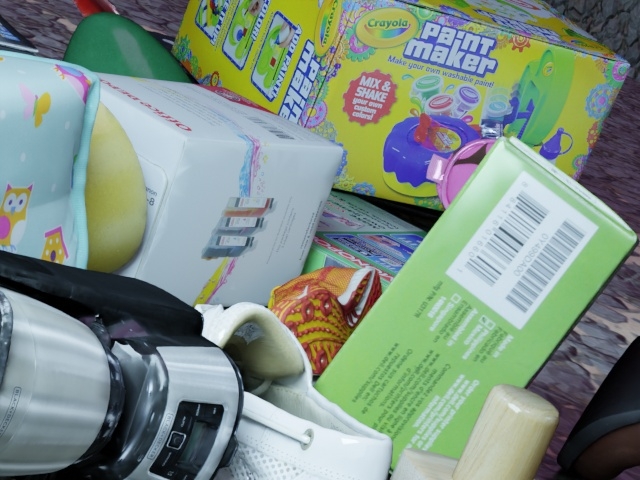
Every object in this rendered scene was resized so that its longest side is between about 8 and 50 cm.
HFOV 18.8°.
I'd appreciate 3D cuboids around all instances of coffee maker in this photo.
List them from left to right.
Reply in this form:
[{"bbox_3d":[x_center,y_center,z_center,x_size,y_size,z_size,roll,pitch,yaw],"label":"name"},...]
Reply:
[{"bbox_3d":[-0.145,0.049,0.913,0.178,0.120,0.171,19,31,-54],"label":"coffee maker"}]

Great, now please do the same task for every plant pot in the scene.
[{"bbox_3d":[-0.190,-0.025,1.216,0.134,0.134,0.095,28,35,28],"label":"plant pot"}]

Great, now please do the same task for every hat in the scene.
[{"bbox_3d":[-0.166,-0.186,1.653,0.208,0.184,0.173,6,5,3],"label":"hat"}]

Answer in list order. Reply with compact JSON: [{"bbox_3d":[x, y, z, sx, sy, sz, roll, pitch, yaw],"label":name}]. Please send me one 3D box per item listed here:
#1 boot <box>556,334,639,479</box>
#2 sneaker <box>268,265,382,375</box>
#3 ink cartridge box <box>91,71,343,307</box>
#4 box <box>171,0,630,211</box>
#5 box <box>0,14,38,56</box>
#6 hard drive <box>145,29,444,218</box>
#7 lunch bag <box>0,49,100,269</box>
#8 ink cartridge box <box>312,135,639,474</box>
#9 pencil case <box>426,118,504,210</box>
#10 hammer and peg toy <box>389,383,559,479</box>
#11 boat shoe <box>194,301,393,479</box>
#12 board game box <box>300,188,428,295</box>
[{"bbox_3d":[0.302,0.155,1.172,0.280,0.264,0.096,38,52,0],"label":"boot"},{"bbox_3d":[-0.010,0.055,1.301,0.067,0.064,0.175,-1,5,18],"label":"sneaker"},{"bbox_3d":[-0.099,-0.034,1.340,0.128,0.127,0.176,30,16,34],"label":"ink cartridge box"},{"bbox_3d":[0.065,-0.165,1.737,0.290,0.177,0.279,11,21,-31],"label":"box"},{"bbox_3d":[-0.405,-0.198,1.655,0.242,0.076,0.307,12,16,-29],"label":"box"},{"bbox_3d":[-0.017,-0.112,1.907,0.339,0.064,0.237,14,15,-20],"label":"hard drive"},{"bbox_3d":[-0.288,-0.048,1.074,0.262,0.160,0.223,14,14,25],"label":"lunch bag"},{"bbox_3d":[0.102,0.044,1.173,0.097,0.189,0.255,38,6,9],"label":"ink cartridge box"},{"bbox_3d":[0.152,-0.017,1.591,0.098,0.095,0.209,9,-18,17],"label":"pencil case"},{"bbox_3d":[0.226,0.197,0.910,0.361,0.127,0.266,17,13,-25],"label":"hammer and peg toy"},{"bbox_3d":[-0.047,0.077,1.044,0.098,0.096,0.277,8,18,-42],"label":"boat shoe"},{"bbox_3d":[0.000,0.000,1.527,0.317,0.046,0.213,28,16,30],"label":"board game box"}]
